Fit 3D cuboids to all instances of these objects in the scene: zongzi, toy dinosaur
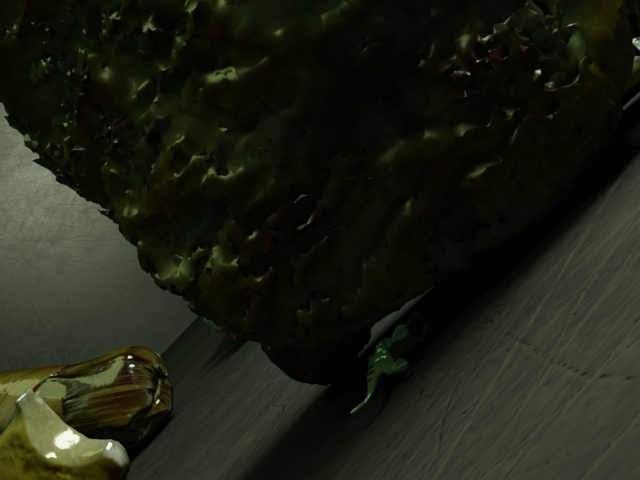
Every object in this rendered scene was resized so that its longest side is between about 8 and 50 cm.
[{"bbox_3d":[-0.363,0.201,1.526,0.286,0.288,0.134,-39,32,42],"label":"zongzi"},{"bbox_3d":[0.034,0.071,0.663,0.083,0.021,0.062,-43,-4,-24],"label":"toy dinosaur"}]

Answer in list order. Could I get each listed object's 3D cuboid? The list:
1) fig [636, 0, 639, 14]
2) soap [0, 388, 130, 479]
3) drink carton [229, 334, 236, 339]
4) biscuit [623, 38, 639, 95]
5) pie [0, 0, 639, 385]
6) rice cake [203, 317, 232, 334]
[{"bbox_3d":[0.180,-0.167,0.860,0.259,0.151,0.151,-63,6,-5],"label":"fig"},{"bbox_3d":[-0.314,0.304,0.867,0.338,0.169,0.304,-51,-4,-46],"label":"soap"},{"bbox_3d":[-0.104,0.066,1.723,0.096,0.071,0.223,-46,4,11],"label":"drink carton"},{"bbox_3d":[0.213,-0.126,0.743,0.292,0.026,0.048,-44,8,25],"label":"biscuit"},{"bbox_3d":[-0.029,-0.152,0.706,0.395,0.418,0.180,-43,-1,18],"label":"pie"},{"bbox_3d":[-0.057,0.041,1.557,0.211,0.038,0.124,-47,21,-19],"label":"rice cake"}]
